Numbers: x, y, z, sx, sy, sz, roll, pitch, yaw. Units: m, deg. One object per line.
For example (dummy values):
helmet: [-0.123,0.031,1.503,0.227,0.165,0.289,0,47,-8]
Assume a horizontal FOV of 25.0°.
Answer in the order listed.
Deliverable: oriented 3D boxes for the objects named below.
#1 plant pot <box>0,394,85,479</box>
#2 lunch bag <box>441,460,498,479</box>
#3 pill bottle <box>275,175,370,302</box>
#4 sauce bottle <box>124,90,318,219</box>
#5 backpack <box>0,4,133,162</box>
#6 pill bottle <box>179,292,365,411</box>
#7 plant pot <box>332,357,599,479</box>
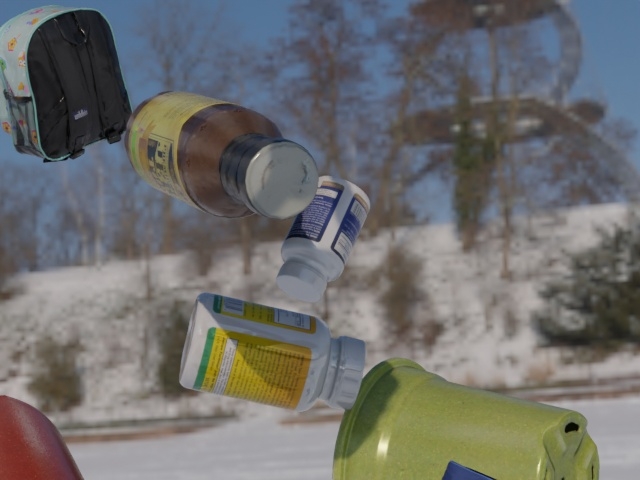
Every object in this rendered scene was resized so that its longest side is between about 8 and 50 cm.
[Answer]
plant pot: [-0.256,0.271,1.079,0.272,0.272,0.265,2,34,-29]
lunch bag: [0.151,0.258,1.389,0.067,0.065,0.098,19,-6,47]
pill bottle: [0.000,0.000,1.460,0.067,0.120,0.067,20,-27,10]
sauce bottle: [-0.099,-0.081,1.391,0.111,0.111,0.344,0,8,-22]
backpack: [-0.348,-0.218,1.905,0.165,0.188,0.144,-26,34,-37]
pill bottle: [-0.056,0.139,1.726,0.208,0.118,0.117,13,-10,-8]
plant pot: [0.194,0.290,1.777,0.253,0.276,0.276,2,-4,34]
